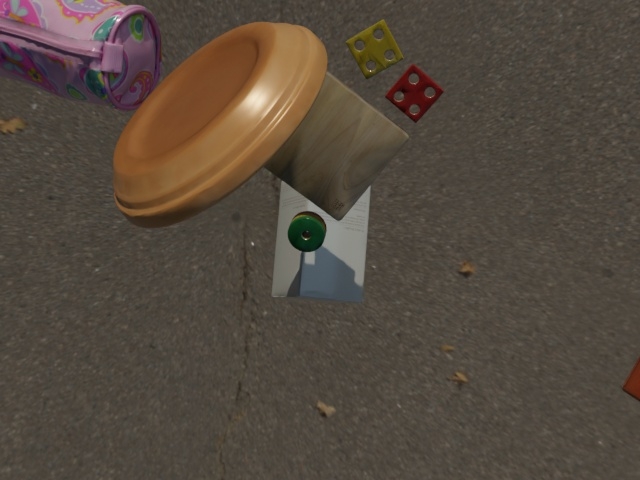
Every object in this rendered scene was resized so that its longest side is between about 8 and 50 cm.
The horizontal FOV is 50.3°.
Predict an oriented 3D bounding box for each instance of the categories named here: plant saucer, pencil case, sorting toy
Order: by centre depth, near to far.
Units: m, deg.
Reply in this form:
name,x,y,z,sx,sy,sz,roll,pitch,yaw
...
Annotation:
name,x,y,z,sx,sy,sz,roll,pitch,yaw
plant saucer,-0.086,-0.097,0.515,0.200,0.200,0.037,-46,125,-3
pencil case,-0.322,-0.231,0.769,0.284,0.124,0.124,18,90,14
sorting toy,0.017,-0.121,0.788,0.132,0.046,0.274,36,115,-8

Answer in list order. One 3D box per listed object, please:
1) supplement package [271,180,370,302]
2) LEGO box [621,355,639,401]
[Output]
name,x,y,z,sx,sy,sz,roll,pitch,yaw
supplement package,0.000,0.000,1.007,0.105,0.105,0.179,9,82,-28
LEGO box,0.636,0.064,0.750,0.193,0.372,0.500,24,98,-21
